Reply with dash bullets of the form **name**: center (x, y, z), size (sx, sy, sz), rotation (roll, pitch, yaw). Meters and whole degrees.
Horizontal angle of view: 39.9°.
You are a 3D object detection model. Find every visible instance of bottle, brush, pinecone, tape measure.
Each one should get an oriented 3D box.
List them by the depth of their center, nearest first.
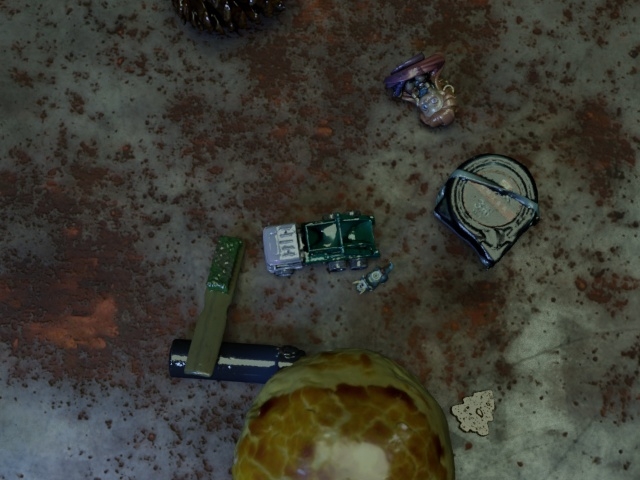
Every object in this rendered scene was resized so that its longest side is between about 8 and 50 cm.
- **brush**: center (-0.190, 0.112, 1.605), size (0.054, 0.048, 0.282), rotation (7, 61, 8)
- **bottle**: center (-0.150, 0.220, 1.608), size (0.244, 0.072, 0.082), rotation (5, 120, 1)
- **tape measure**: center (0.316, -0.068, 1.645), size (0.181, 0.107, 0.182), rotation (-41, 81, -4)
- **pinecone**: center (-0.185, -0.506, 1.688), size (0.273, 0.224, 0.224), rotation (0, 78, -7)

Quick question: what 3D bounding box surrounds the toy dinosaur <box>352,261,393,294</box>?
- **toy dinosaur**: center (0.101, 0.070, 1.649), size (0.083, 0.047, 0.030), rotation (-32, 78, -4)

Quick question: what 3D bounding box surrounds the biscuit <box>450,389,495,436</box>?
- **biscuit**: center (0.285, 0.310, 1.613), size (0.082, 0.016, 0.092), rotation (33, 80, 12)

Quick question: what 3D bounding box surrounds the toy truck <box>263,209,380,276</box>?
- **toy truck**: center (0.000, 0.000, 1.629), size (0.216, 0.116, 0.110), rotation (-7, 79, -1)

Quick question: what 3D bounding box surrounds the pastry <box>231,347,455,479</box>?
- **pastry**: center (0.040, 0.372, 1.451), size (0.389, 0.312, 0.388), rotation (0, 81, -1)

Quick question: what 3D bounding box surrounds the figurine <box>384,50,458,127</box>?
- **figurine**: center (0.208, -0.294, 1.701), size (0.157, 0.114, 0.126), rotation (41, 119, -18)
